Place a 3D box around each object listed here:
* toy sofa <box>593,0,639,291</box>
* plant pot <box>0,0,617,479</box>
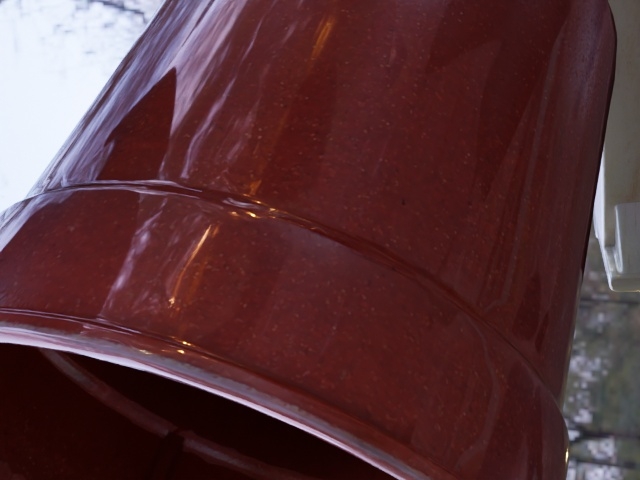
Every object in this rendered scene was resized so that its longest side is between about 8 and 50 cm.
[{"bbox_3d":[0.289,-0.151,0.959,0.177,0.150,0.362,-84,-13,-57],"label":"toy sofa"},{"bbox_3d":[0.000,0.000,0.516,0.265,0.273,0.272,-68,-31,-30],"label":"plant pot"}]
